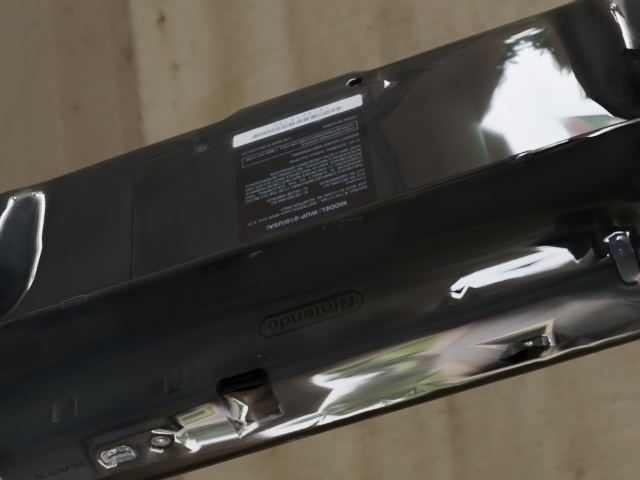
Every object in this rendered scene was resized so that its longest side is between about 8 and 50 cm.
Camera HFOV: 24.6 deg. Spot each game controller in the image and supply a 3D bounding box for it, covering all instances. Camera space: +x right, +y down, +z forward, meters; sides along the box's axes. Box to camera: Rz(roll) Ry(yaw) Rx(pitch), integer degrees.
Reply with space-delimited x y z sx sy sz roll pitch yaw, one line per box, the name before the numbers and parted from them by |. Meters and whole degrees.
game controller | 0.000 0.000 0.542 0.166 0.319 0.067 -92 -18 -57
